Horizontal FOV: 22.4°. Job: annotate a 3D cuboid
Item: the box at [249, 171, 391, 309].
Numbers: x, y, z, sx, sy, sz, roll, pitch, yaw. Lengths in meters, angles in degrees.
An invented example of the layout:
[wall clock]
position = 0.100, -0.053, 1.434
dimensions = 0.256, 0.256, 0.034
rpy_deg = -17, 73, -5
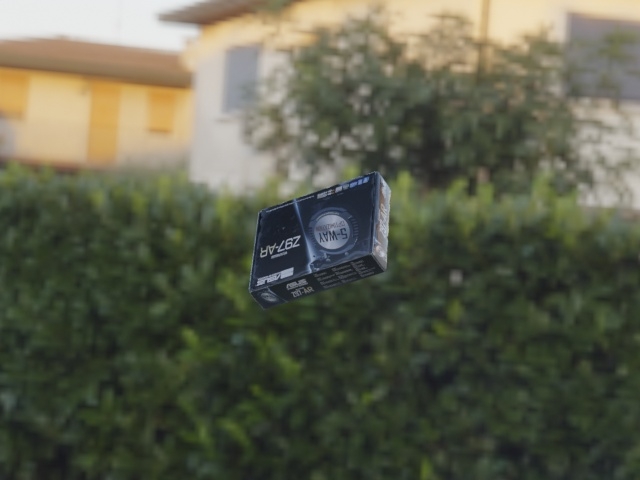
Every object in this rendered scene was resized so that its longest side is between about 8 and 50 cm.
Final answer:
[box]
position = 0.000, 0.000, 0.952
dimensions = 0.083, 0.067, 0.018
rpy_deg = -17, -47, 24
